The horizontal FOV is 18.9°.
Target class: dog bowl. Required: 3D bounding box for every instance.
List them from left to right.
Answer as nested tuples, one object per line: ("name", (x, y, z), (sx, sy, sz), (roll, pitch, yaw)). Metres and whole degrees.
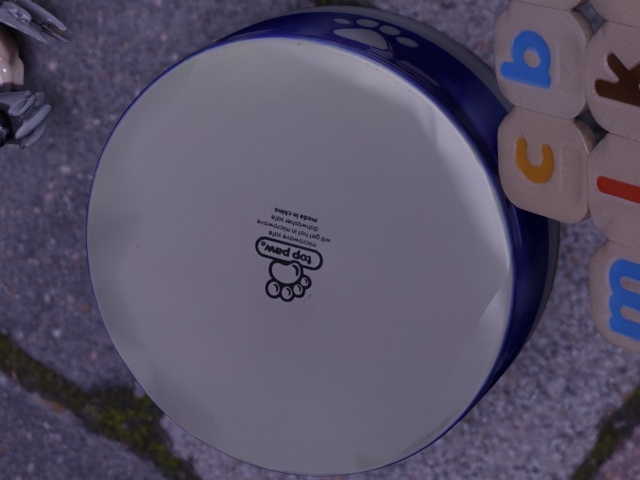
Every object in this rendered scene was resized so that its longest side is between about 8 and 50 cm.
("dog bowl", (0.000, 0.000, 1.127), (0.264, 0.104, 0.265), (5, 106, 19))

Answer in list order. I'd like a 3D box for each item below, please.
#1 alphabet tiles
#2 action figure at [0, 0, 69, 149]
("alphabet tiles", (0.180, -0.069, 0.908), (0.278, 0.021, 0.284), (21, 121, 51))
("action figure", (-0.262, -0.069, 1.210), (0.185, 0.099, 0.285), (24, 108, 22))
